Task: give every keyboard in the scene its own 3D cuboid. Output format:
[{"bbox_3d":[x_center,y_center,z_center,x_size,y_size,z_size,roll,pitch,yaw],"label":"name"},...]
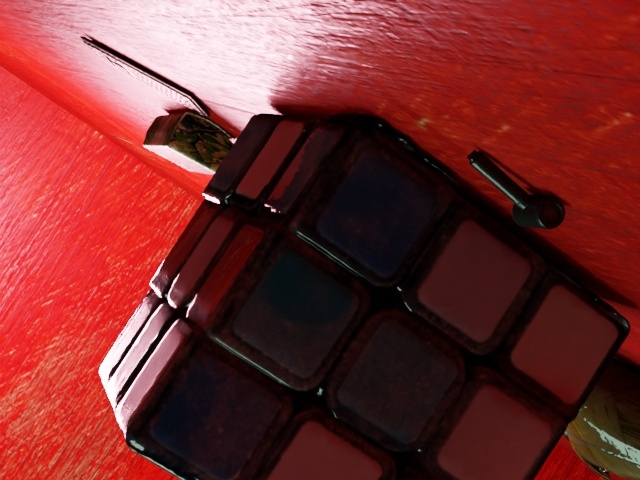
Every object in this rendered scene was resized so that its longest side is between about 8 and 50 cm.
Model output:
[{"bbox_3d":[-0.231,-0.216,1.667,0.202,0.011,0.067,30,173,27],"label":"keyboard"}]

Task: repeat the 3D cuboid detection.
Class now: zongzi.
[{"bbox_3d":[0.364,0.180,1.501,0.228,0.115,0.256,-1,123,58],"label":"zongzi"}]

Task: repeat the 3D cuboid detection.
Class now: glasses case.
[{"bbox_3d":[-0.193,-0.144,1.857,0.095,0.062,0.272,28,177,-16],"label":"glasses case"}]

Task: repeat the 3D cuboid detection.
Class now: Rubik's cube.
[{"bbox_3d":[0.018,0.105,1.251,0.362,0.359,0.363,32,175,-18],"label":"Rubik's cube"}]

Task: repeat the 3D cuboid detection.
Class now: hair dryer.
[{"bbox_3d":[0.146,-0.041,0.961,0.083,0.026,0.047,41,171,-14],"label":"hair dryer"}]

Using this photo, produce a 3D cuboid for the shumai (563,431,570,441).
[{"bbox_3d":[0.404,0.246,1.920,0.139,0.105,0.123,56,-158,-55],"label":"shumai"}]
